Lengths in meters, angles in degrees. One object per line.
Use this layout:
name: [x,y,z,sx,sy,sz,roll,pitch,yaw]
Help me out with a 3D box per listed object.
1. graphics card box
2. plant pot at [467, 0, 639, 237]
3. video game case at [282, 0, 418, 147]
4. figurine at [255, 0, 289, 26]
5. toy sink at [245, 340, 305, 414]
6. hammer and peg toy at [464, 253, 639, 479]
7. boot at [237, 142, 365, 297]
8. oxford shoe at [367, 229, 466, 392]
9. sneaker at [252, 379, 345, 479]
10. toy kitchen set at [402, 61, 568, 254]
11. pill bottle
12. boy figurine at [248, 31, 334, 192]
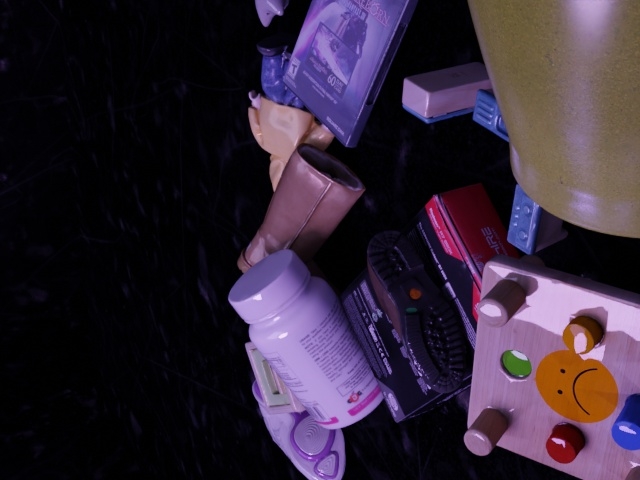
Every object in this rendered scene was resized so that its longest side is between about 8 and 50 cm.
graphics card box: [0.168,0.105,1.348,0.233,0.094,0.371,64,150,17]
plant pot: [0.274,-0.205,0.758,0.366,0.366,0.353,43,151,44]
video game case: [0.043,-0.304,1.356,0.196,0.026,0.274,49,129,38]
figurine: [-0.070,-0.467,1.462,0.215,0.092,0.209,-26,76,63]
toy sink: [-0.033,0.237,1.751,0.234,0.131,0.153,-24,84,62]
hammer and peg toy: [0.298,0.207,1.058,0.266,0.127,0.361,17,123,29]
boot: [0.000,0.000,1.585,0.236,0.089,0.269,30,125,-5]
oxford shoe: [0.130,0.099,1.252,0.096,0.082,0.227,107,141,-74]
sneaker: [-0.032,0.397,1.893,0.305,0.114,0.152,49,158,46]
toy kitchen set: [0.203,-0.100,1.140,0.207,0.122,0.166,43,139,45]
pill bottle: [-0.017,0.163,1.543,0.283,0.160,0.160,54,158,-19]
boy figurine: [-0.044,-0.200,1.576,0.177,0.092,0.285,16,126,27]
